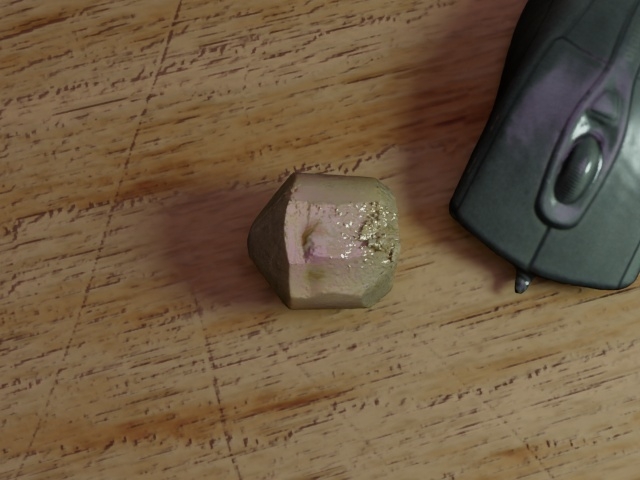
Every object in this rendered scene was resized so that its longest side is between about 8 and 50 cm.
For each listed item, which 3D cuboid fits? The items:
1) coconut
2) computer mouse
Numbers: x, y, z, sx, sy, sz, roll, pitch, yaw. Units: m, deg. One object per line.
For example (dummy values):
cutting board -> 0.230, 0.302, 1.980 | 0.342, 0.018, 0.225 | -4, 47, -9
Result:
coconut -> 0.000, 0.000, 0.989 | 0.122, 0.116, 0.116 | -1, 71, -7
computer mouse -> 0.248, -0.122, 1.056 | 0.188, 0.122, 0.370 | 24, 73, 4
